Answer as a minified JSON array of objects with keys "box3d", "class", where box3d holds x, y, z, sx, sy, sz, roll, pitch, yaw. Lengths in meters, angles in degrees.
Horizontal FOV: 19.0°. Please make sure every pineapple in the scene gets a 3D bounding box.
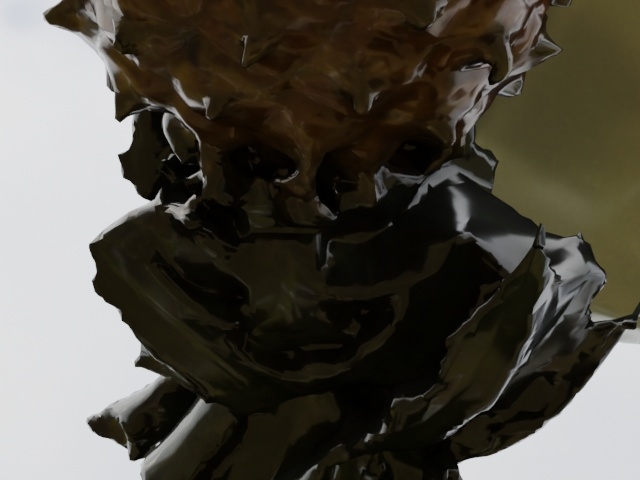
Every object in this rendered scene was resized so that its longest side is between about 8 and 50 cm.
[{"box3d":[0.004,-0.001,0.491,0.165,0.165,0.365,2,-67,6],"class":"pineapple"}]

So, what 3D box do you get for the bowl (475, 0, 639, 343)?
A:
[{"box3d":[0.157,-0.072,0.673,0.145,0.277,0.277,34,-52,10],"class":"bowl"}]
